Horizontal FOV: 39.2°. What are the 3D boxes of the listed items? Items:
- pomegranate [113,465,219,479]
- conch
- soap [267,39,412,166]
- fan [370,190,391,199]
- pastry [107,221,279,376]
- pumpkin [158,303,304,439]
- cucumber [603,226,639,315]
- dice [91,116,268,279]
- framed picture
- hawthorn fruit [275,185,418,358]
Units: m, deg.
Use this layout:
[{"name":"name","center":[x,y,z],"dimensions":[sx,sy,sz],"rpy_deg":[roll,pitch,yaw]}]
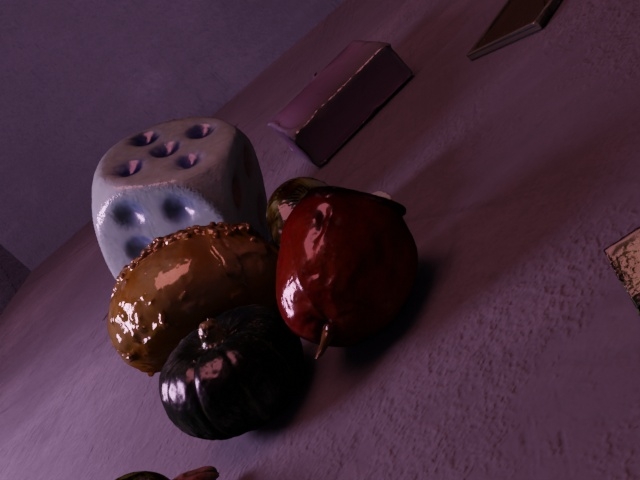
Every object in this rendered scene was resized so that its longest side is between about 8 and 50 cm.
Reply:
[{"name":"pomegranate","center":[-0.193,0.343,1.098],"dimensions":[0.138,0.163,0.126],"rpy_deg":[138,129,-59]},{"name":"conch","center":[0.007,-0.027,1.409],"dimensions":[0.181,0.187,0.124],"rpy_deg":[-115,33,-72]},{"name":"soap","center":[0.036,-0.314,2.001],"dimensions":[0.296,0.107,0.285],"rpy_deg":[-45,18,1]},{"name":"fan","center":[-0.001,-0.001,1.559],"dimensions":[0.329,0.009,0.191],"rpy_deg":[-20,31,50]},{"name":"pastry","center":[-0.200,0.074,1.410],"dimensions":[0.284,0.184,0.315],"rpy_deg":[-11,-23,-46]},{"name":"pumpkin","center":[-0.122,0.174,1.217],"dimensions":[0.211,0.152,0.212],"rpy_deg":[-33,26,18]},{"name":"cucumber","center":[0.355,-0.010,0.769],"dimensions":[0.211,0.062,0.078],"rpy_deg":[-32,55,17]},{"name":"dice","center":[-0.253,-0.055,1.677],"dimensions":[0.264,0.268,0.263],"rpy_deg":[-5,34,11]},{"name":"framed picture","center":[0.392,-0.450,1.672],"dimensions":[0.189,0.023,0.260],"rpy_deg":[-15,35,57]},{"name":"hawthorn fruit","center":[0.031,0.048,1.146],"dimensions":[0.189,0.189,0.251],"rpy_deg":[-31,36,34]}]
